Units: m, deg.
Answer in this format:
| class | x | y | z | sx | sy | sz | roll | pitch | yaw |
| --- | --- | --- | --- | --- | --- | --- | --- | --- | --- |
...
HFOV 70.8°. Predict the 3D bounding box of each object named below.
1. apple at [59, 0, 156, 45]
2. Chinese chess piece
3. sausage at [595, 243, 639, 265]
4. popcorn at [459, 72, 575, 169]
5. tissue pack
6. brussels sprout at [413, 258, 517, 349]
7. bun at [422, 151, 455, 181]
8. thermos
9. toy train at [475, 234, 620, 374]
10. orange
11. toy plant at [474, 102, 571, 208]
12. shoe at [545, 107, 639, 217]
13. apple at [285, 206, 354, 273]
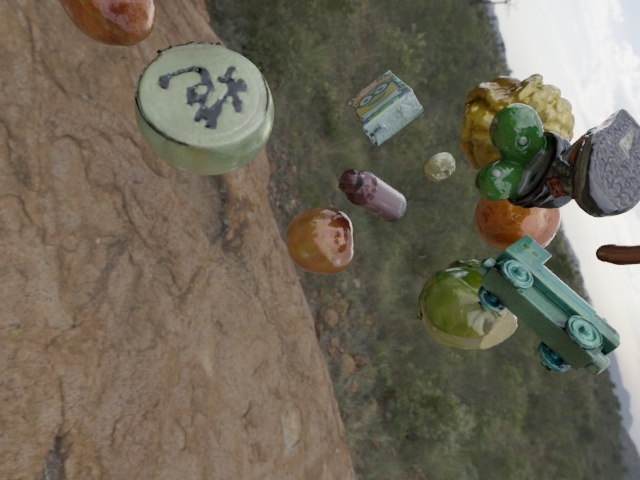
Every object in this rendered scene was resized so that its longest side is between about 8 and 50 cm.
| class | x | y | z | sx | sy | sz | roll | pitch | yaw |
| --- | --- | --- | --- | --- | --- | --- | --- | --- | --- |
| apple | -0.691 | -0.795 | 1.445 | 0.301 | 0.302 | 0.301 | 41 | 39 | -46 |
| Chinese chess piece | -0.295 | -0.341 | 1.164 | 0.146 | 0.349 | 0.349 | 114 | -30 | -67 |
| sausage | 0.551 | 0.018 | 0.749 | 0.043 | 0.186 | 0.043 | 2 | 83 | -19 |
| popcorn | 0.628 | -0.377 | 1.460 | 0.349 | 0.349 | 0.381 | 63 | 37 | -18 |
| tissue pack | 0.249 | -0.536 | 1.804 | 0.128 | 0.228 | 0.311 | 46 | 16 | -32 |
| brussels sprout | 0.408 | 0.181 | 1.262 | 0.294 | 0.259 | 0.227 | -129 | -157 | -58 |
| bun | 0.305 | -0.182 | 1.145 | 0.086 | 0.086 | 0.054 | 28 | 36 | -55 |
| thermos | 0.153 | -0.156 | 1.433 | 0.136 | 0.109 | 0.330 | 50 | 17 | 30 |
| toy train | 0.472 | 0.130 | 0.936 | 0.194 | 0.120 | 0.298 | -24 | 61 | -37 |
| orange | 0.585 | -0.071 | 1.349 | 0.240 | 0.240 | 0.240 | 41 | 39 | -46 |
| toy plant | 0.467 | -0.176 | 1.018 | 0.235 | 0.218 | 0.175 | 20 | 16 | -9 |
| shoe | 0.502 | -0.129 | 0.860 | 0.132 | 0.171 | 0.336 | 51 | 51 | -1 |
| apple | 0.000 | 0.000 | 1.529 | 0.253 | 0.254 | 0.253 | 41 | 39 | -46 |
